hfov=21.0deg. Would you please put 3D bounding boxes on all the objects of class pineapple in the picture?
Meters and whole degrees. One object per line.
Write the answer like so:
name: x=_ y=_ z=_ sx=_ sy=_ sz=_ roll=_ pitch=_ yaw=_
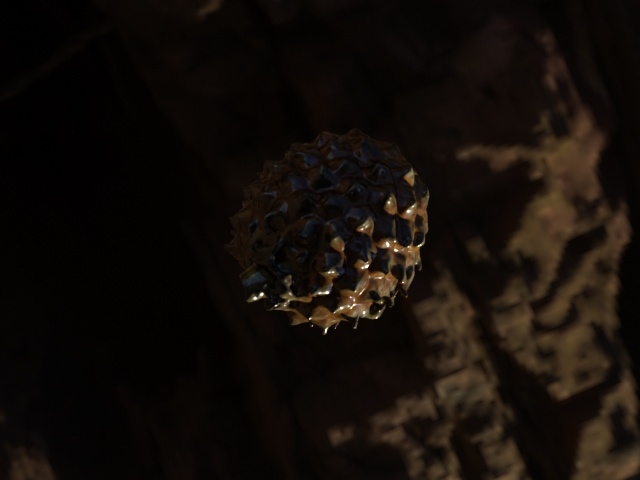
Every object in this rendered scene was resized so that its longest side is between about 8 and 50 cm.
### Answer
pineapple: x=0.000 y=0.000 z=1.451 sx=0.166 sy=0.193 sz=0.166 roll=28 pitch=-44 yaw=31
